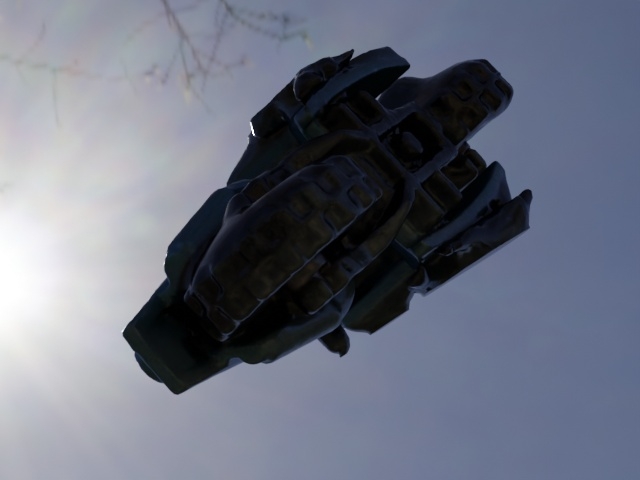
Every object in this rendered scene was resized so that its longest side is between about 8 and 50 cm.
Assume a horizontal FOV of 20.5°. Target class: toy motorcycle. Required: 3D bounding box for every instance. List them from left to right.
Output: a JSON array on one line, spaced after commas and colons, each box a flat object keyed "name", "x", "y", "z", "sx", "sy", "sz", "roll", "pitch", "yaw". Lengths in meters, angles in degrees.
[{"name": "toy motorcycle", "x": 0.000, "y": 0.000, "z": 1.141, "sx": 0.172, "sy": 0.416, "sz": 0.232, "roll": 47, "pitch": -64, "yaw": 0}]
